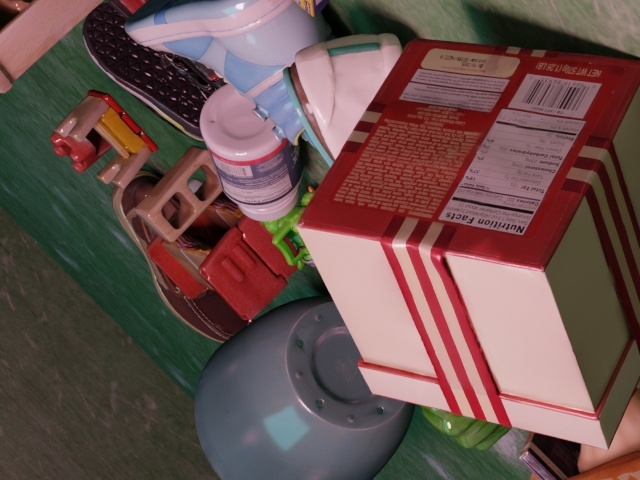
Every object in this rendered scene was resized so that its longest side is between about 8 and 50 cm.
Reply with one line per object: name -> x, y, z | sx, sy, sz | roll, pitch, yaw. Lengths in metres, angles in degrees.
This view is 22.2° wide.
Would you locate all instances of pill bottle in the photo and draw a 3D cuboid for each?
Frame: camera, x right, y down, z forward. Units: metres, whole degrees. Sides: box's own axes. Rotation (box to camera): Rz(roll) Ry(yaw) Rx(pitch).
pill bottle -> -0.076, -0.101, 1.936 | 0.108, 0.108, 0.180 | 37, 163, 23

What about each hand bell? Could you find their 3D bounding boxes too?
hand bell -> 0.265, 0.108, 1.684 | 0.242, 0.126, 0.126 | 60, 162, -6

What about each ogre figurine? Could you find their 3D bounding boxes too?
ogre figurine -> 0.000, 0.000, 2.029 | 0.118, 0.097, 0.197 | 41, 180, -35

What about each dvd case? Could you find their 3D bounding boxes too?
dvd case -> 0.297, 0.241, 1.774 | 0.164, 0.018, 0.221 | 45, -154, -3

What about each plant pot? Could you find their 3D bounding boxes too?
plant pot -> 0.000, 0.208, 2.240 | 0.293, 0.293, 0.235 | 44, 148, 1

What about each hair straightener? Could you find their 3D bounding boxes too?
hair straightener -> -0.165, -0.232, 1.963 | 0.230, 0.047, 0.089 | 39, 164, 2

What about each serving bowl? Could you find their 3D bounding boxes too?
serving bowl -> -0.173, -0.053, 2.438 | 0.083, 0.027, 0.083 | 41, 163, 15

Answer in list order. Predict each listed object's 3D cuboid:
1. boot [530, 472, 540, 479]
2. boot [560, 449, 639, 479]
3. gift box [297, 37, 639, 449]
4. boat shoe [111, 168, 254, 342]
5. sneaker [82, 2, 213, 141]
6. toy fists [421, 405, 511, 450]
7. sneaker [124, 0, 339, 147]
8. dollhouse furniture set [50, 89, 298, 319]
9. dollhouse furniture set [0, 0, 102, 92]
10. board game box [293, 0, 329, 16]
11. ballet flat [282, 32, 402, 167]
boot -> 0.337, 0.342, 2.101 | 0.152, 0.073, 0.197 | 43, 162, 22
boot -> 0.325, 0.191, 1.567 | 0.264, 0.096, 0.280 | 35, 143, -12
gift box -> 0.173, -0.004, 1.333 | 0.255, 0.276, 0.258 | 15, 146, 35
boat shoe -> -0.201, 0.036, 2.576 | 0.123, 0.123, 0.342 | 20, 145, 58
sneaker -> -0.213, -0.199, 2.068 | 0.234, 0.084, 0.097 | 44, 165, 1
toy fists -> 0.146, 0.126, 1.893 | 0.096, 0.142, 0.279 | 20, 151, 55
sneaker -> -0.077, -0.185, 1.700 | 0.208, 0.127, 0.319 | 53, 163, -22
dollhouse furniture set -> -0.196, -0.076, 2.171 | 0.374, 0.152, 0.201 | 49, 164, -27
dollhouse furniture set -> -0.389, -0.394, 1.702 | 0.362, 0.256, 0.394 | 24, 154, 51
board game box -> -0.063, -0.320, 1.444 | 0.194, 0.060, 0.194 | 40, 164, 18
ballet flat -> 0.088, -0.056, 1.614 | 0.139, 0.139, 0.400 | 32, 161, 38
